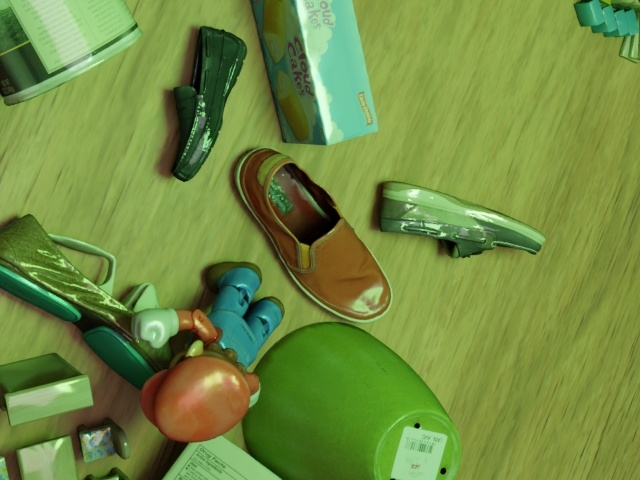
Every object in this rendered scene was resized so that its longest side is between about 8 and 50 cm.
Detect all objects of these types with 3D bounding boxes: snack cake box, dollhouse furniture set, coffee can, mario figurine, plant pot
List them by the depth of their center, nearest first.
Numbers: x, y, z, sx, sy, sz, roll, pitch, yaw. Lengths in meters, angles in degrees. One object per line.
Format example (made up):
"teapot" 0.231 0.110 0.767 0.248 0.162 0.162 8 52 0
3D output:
"coffee can" -0.374 -0.336 1.481 0.201 0.201 0.275 -33 109 -19
"dollhouse furniture set" -0.361 0.290 1.581 0.212 0.161 0.242 -13 101 -24
"mario figurine" -0.165 0.159 1.618 0.198 0.320 0.170 28 121 0
"snack cake box" -0.014 -0.273 1.687 0.089 0.152 0.264 -18 103 -22
"plant pot" 0.067 0.275 1.709 0.275 0.293 0.274 -3 97 -25

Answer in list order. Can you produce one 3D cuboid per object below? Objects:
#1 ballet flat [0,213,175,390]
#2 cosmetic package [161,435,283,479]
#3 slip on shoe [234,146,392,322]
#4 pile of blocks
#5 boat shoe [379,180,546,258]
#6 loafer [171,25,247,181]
"ballet flat" -0.303 0.083 1.629 0.342 0.116 0.124 39 61 -20
"cosmetic package" -0.186 0.425 1.670 0.153 0.129 0.296 36 80 12
"slip on shoe" 0.000 0.000 1.754 0.123 0.101 0.331 -44 113 -16
"pile of blocks" 0.537 -0.380 1.959 0.362 0.113 0.149 14 90 -26
"boat shoe" 0.218 -0.017 1.859 0.285 0.103 0.092 17 94 -22
"loafer" -0.173 -0.193 1.667 0.078 0.076 0.223 21 82 -21
